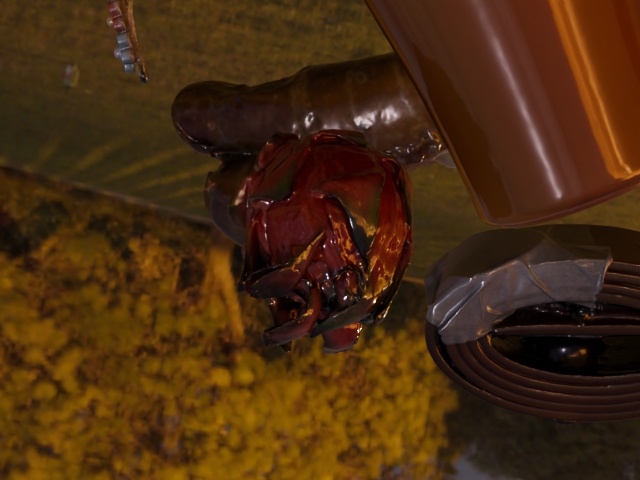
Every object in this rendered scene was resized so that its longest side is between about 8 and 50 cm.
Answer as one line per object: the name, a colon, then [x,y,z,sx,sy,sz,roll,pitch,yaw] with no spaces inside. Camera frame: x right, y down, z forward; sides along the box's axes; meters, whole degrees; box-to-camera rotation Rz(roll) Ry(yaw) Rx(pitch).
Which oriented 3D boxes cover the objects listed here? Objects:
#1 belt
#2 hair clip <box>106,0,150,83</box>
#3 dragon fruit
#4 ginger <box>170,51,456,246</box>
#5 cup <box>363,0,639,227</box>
belt: [0.286,0.091,1.148,0.338,0.217,0.122,4,-155,3]
hair clip: [-0.263,-0.301,1.319,0.056,0.214,0.062,-9,162,2]
dragon fruit: [0.001,-0.003,0.639,0.130,0.142,0.121,-12,167,-14]
ginger: [0.024,-0.103,1.210,0.418,0.254,0.176,-11,-174,19]
cup: [0.131,-0.156,0.594,0.226,0.264,0.182,-19,-171,32]
